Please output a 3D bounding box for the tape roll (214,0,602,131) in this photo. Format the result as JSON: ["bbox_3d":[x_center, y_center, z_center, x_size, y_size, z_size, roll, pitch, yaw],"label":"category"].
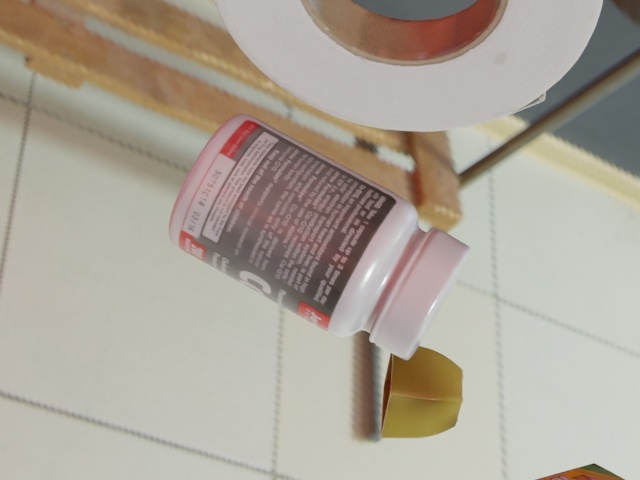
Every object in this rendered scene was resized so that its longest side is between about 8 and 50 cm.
[{"bbox_3d":[0.084,-0.268,1.348,0.392,0.392,0.072,32,45,-22],"label":"tape roll"}]

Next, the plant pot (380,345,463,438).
[{"bbox_3d":[0.114,0.169,1.534,0.083,0.081,0.081,7,43,-2],"label":"plant pot"}]

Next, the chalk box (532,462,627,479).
[{"bbox_3d":[0.300,0.336,1.418,0.132,0.213,0.132,-9,109,-29],"label":"chalk box"}]

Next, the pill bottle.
[{"bbox_3d":[0.000,0.000,1.446,0.283,0.161,0.161,29,45,8],"label":"pill bottle"}]
